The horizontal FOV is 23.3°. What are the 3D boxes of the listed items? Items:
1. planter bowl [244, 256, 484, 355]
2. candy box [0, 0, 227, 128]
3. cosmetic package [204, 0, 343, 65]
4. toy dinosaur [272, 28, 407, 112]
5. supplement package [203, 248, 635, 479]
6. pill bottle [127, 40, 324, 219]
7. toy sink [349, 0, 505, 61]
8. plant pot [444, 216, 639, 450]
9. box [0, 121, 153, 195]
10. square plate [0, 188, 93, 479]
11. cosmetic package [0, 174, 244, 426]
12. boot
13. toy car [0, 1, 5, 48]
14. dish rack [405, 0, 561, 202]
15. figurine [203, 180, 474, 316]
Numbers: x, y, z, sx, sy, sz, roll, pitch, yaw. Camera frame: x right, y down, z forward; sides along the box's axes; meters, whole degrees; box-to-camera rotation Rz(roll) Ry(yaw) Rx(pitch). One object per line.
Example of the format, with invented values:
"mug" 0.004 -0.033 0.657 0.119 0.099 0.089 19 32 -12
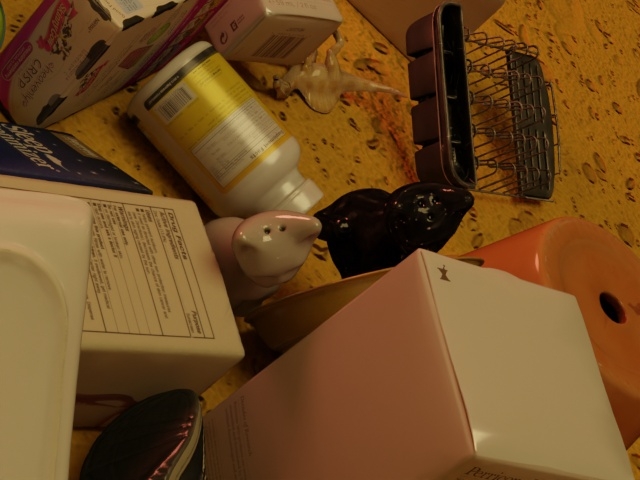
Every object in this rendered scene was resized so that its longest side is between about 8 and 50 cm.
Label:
"planter bowl" 0.048 0.086 1.353 0.217 0.217 0.090 -2 76 -48
"candy box" -0.177 -0.196 1.388 0.071 0.159 0.233 49 35 1
"cosmetic package" -0.082 -0.291 1.561 0.117 0.085 0.231 -3 61 -49
"toy dinosaur" 0.004 -0.182 1.677 0.183 0.053 0.093 -4 77 -40
"supplement package" 0.062 0.167 1.207 0.177 0.293 0.175 16 47 -37
"pill bottle" -0.085 -0.086 1.437 0.184 0.103 0.103 49 36 -3
"toy sink" 0.106 -0.348 1.834 0.234 0.153 0.131 42 36 -9
"plant pot" 0.211 0.111 1.494 0.291 0.203 0.291 27 41 -27
"box" -0.234 -0.059 1.254 0.225 0.036 0.136 9 17 -44
"square plate" -0.283 0.127 0.936 0.347 0.049 0.344 8 86 -44
"cosmetic package" -0.221 0.047 1.151 0.296 0.129 0.153 8 51 -42
"boot" -0.105 0.238 1.118 0.236 0.085 0.179 -82 153 -57
"toy car" -0.329 -0.200 1.260 0.182 0.159 0.136 39 -5 7
"dish rack" 0.202 -0.146 1.773 0.271 0.074 0.208 6 77 -46
"figurine" 0.000 0.000 1.294 0.215 0.209 0.092 -11 85 -19
